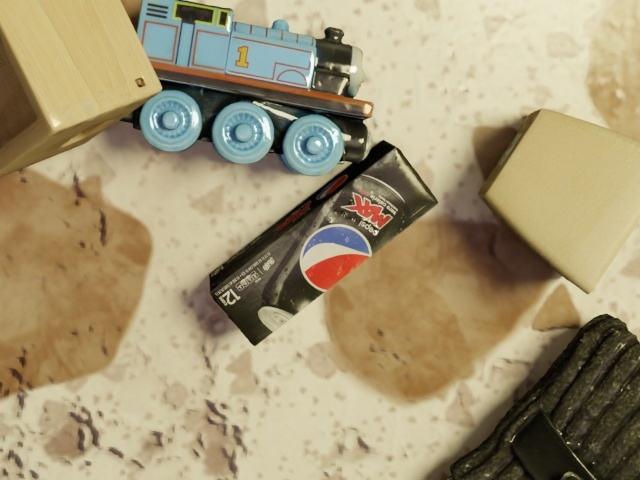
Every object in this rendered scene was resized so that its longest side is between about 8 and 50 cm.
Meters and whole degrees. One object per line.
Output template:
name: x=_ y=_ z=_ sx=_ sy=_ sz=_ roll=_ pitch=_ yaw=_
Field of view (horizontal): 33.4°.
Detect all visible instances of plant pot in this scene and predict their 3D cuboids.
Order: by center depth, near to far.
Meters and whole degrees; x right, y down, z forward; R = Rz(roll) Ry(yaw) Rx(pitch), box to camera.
plant pot: x=0.174 y=-0.037 z=0.767 sx=0.096 sy=0.109 sz=0.109 roll=32 pitch=96 yaw=2

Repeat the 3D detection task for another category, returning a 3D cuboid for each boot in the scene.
boot: x=0.241 y=0.254 z=0.810 sx=0.260 sy=0.131 sz=0.348 roll=-42 pitch=101 yaw=3

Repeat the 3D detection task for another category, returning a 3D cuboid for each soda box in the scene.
soda box: x=0.000 y=0.000 z=0.773 sx=0.169 sy=0.060 sz=0.053 roll=-38 pitch=103 yaw=2

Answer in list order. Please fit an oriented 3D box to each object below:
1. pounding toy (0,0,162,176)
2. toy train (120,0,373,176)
pounding toy: x=-0.215 y=-0.154 z=0.700 sx=0.094 sy=0.181 sz=0.206 roll=-29 pitch=96 yaw=-37
toy train: x=-0.050 y=-0.105 z=0.741 sx=0.184 sy=0.080 sz=0.105 roll=9 pitch=94 yaw=-7
